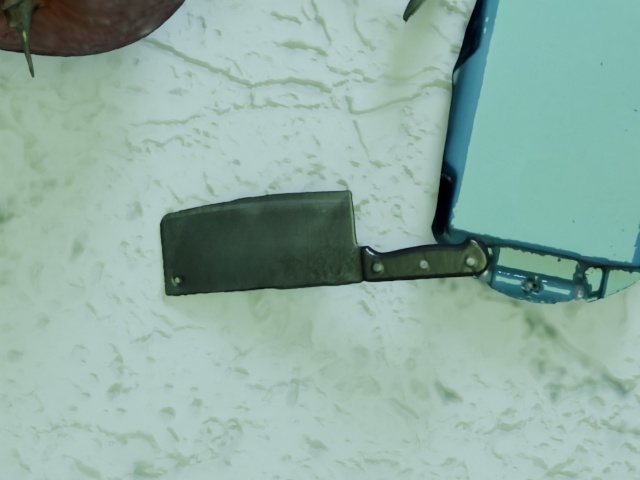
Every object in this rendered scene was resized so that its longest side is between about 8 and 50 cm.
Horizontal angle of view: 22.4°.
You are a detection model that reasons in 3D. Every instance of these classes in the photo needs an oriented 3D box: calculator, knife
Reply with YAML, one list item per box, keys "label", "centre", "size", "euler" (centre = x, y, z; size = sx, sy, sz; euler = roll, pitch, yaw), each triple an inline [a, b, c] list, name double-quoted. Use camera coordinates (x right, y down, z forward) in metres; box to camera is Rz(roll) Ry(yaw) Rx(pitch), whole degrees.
- label: "calculator"
  centre: [0.180, -0.099, 1.175]
  size: [0.173, 0.051, 0.293]
  euler: [12, 94, 1]
- label: "knife"
  centre: [0.000, 0.000, 1.171]
  size: [0.245, 0.019, 0.072]
  euler: [-3, 94, 13]

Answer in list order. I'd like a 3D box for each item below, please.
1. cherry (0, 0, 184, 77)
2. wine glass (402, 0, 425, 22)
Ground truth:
- label: "cherry"
  centre: [-0.202, -0.254, 1.078]
  size: [0.261, 0.221, 0.307]
  euler: [4, 80, -19]
- label: "wine glass"
  centre: [-0.012, -0.270, 1.156]
  size: [0.262, 0.074, 0.074]
  euler: [42, 92, -3]
